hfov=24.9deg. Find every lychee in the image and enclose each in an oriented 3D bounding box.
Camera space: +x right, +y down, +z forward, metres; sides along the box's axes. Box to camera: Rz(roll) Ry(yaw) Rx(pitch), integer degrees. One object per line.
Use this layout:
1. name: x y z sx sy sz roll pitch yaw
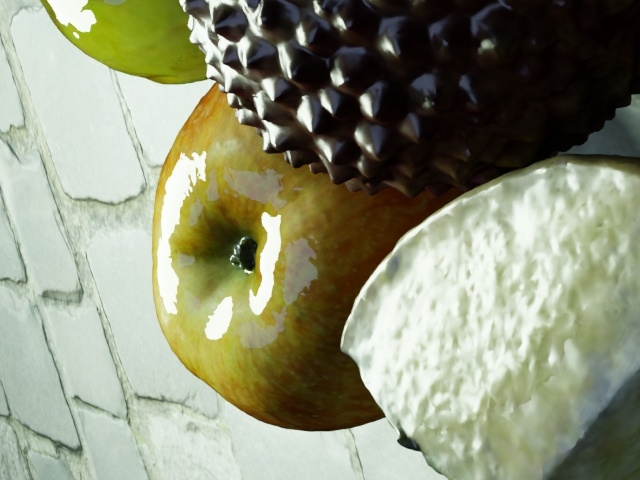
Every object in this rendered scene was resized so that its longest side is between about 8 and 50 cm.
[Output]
1. lychee: 0.073 -0.168 0.828 0.330 0.306 0.306 5 114 58

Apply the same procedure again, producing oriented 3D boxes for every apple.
1. apple: 0.000 0.000 1.087 0.277 0.250 0.309 22 134 48

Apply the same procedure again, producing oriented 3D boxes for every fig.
1. fig: -0.091 -0.247 1.119 0.271 0.239 0.239 -14 99 24

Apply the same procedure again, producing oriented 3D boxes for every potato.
1. potato: 0.172 0.030 0.825 0.189 0.211 0.264 59 136 37
